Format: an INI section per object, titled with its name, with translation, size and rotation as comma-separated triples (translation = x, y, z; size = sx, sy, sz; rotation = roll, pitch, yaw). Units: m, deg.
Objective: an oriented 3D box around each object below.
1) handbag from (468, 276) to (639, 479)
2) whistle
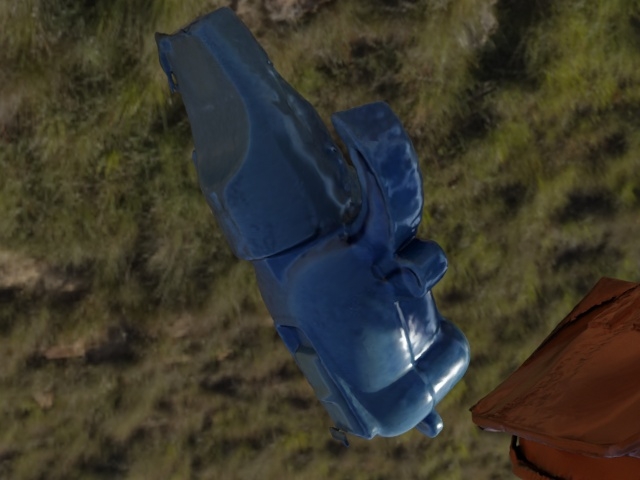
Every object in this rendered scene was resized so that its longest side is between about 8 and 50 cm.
[handbag]
translation = 0.354, 0.152, 0.967
size = 0.303, 0.116, 0.410
rotation = -40, -176, -13
[whistle]
translation = 0.000, 0.000, 0.477
size = 0.093, 0.180, 0.269
rotation = -35, 108, -26
